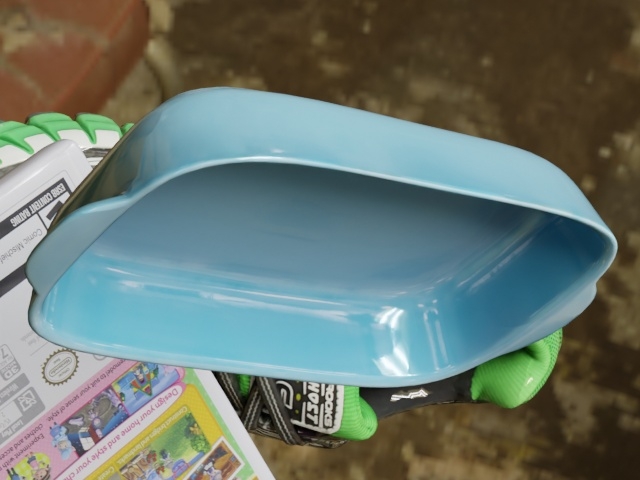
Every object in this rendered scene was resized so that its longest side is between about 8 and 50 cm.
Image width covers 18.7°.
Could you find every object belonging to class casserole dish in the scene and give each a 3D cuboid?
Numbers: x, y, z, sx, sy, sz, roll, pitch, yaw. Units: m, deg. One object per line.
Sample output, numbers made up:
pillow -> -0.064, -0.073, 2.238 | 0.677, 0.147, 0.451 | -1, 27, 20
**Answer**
casserole dish -> 0.000, 0.000, 0.579 | 0.188, 0.114, 0.037 | 9, 55, -35

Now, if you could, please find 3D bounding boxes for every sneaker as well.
sneaker -> -0.049, 0.024, 0.865 | 0.343, 0.134, 0.146 | -6, 31, -20

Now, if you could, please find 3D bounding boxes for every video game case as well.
video game case -> -0.129, 0.097, 0.752 | 0.212, 0.193, 0.023 | -39, 19, -30
